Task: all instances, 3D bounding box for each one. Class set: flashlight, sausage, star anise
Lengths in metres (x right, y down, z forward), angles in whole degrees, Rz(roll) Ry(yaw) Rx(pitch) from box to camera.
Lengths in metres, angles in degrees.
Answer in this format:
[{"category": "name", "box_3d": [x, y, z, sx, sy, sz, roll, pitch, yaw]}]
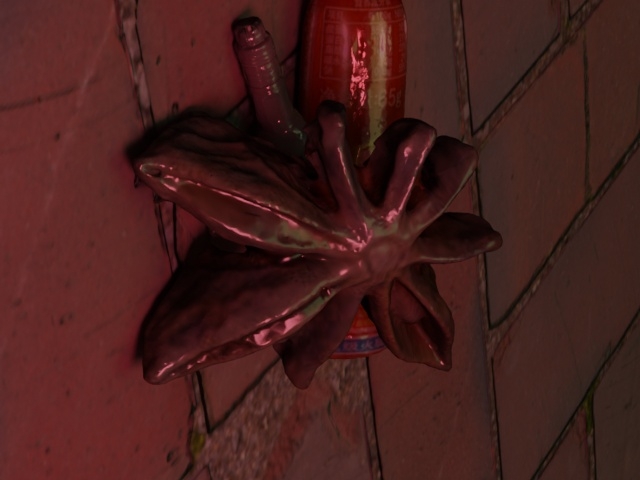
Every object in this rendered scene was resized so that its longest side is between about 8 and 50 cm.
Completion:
[{"category": "flashlight", "box_3d": [-0.032, -0.090, 1.235, 0.031, 0.052, 0.110, -103, 177, -56]}, {"category": "sausage", "box_3d": [0.019, -0.059, 1.300, 0.074, 0.074, 0.274, -25, 121, -58]}, {"category": "star anise", "box_3d": [-0.004, -0.001, 1.194, 0.257, 0.110, 0.198, 0, 121, -28]}]
